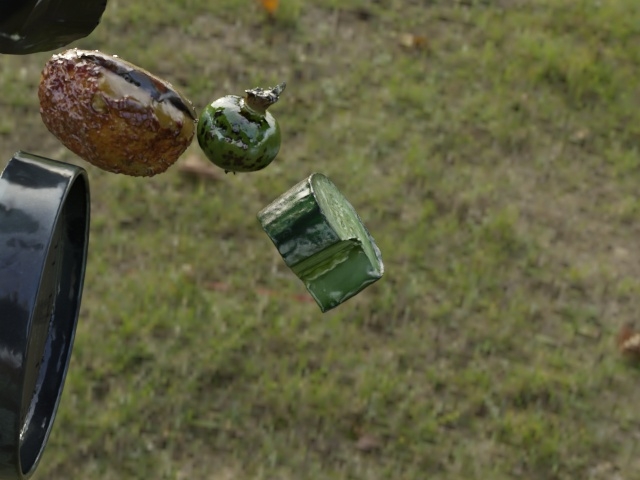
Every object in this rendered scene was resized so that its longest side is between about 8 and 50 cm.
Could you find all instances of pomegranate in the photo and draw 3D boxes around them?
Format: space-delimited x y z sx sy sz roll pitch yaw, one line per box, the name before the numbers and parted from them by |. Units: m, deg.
pomegranate | -0.104 -0.163 2.145 0.122 0.161 0.122 26 29 -16

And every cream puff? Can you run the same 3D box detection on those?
cream puff | -0.295 -0.179 2.223 0.240 0.240 0.164 22 76 17

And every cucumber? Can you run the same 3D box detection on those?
cucumber | -0.006 -0.008 2.275 0.130 0.191 0.191 -37 42 4

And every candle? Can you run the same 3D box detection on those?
candle | -0.372 -0.410 1.879 0.221 0.221 0.342 -3 60 -18

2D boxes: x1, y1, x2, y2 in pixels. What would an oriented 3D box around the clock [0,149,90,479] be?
clock | -0.339 0.090 1.775 0.076 0.386 0.386 10 34 -1
